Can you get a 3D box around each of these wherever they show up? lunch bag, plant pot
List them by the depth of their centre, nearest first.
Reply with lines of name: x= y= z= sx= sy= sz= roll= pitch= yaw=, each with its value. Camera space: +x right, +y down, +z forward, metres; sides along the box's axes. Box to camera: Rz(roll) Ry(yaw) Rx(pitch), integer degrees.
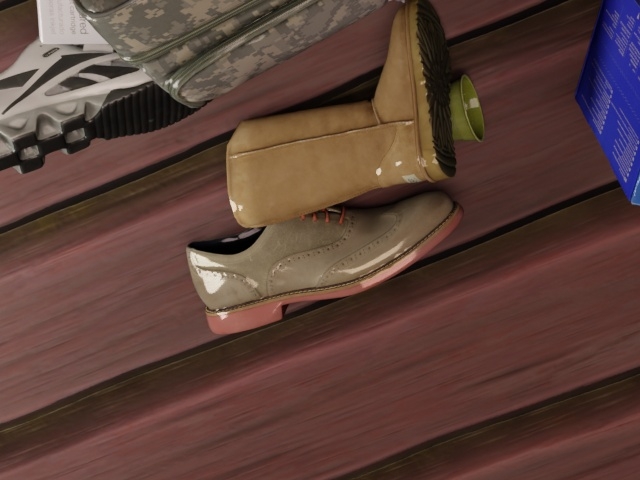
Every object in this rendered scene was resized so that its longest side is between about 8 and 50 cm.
lunch bag: x=-0.078 y=-0.284 z=1.633 sx=0.305 sy=0.212 sz=0.256 roll=-28 pitch=146 yaw=12
plant pot: x=0.145 y=-0.147 z=1.904 sx=0.079 sy=0.083 sz=0.083 roll=-15 pitch=113 yaw=19

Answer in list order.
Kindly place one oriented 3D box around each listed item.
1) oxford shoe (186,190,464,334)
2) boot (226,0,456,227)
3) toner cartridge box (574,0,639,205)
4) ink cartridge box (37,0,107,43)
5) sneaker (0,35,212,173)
oxford shoe: x=0.000 y=0.000 z=1.940 sx=0.348 sy=0.123 sz=0.130 roll=-22 pitch=106 yaw=8
boot: x=0.016 y=-0.151 z=1.877 sx=0.269 sy=0.089 sz=0.236 roll=-11 pitch=69 yaw=25
toner cartridge box: x=0.360 y=-0.170 z=1.741 sx=0.075 sy=0.348 sz=0.165 roll=10 pitch=113 yaw=-5
ink cartridge box: x=-0.163 y=-0.340 z=1.791 sx=0.306 sy=0.131 sz=0.226 roll=0 pitch=113 yaw=2
sneaker: x=-0.265 y=-0.191 z=1.855 sx=0.330 sy=0.146 sz=0.122 roll=-18 pitch=158 yaw=-17
